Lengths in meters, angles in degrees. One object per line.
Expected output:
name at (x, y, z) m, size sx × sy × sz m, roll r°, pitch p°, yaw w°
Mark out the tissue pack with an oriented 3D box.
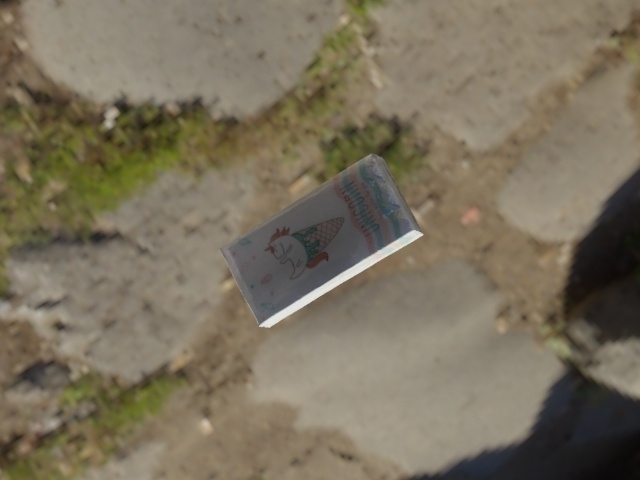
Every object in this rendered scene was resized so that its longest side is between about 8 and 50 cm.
tissue pack at (0.000, 0.000, 1.095) m, size 0.108 × 0.056 × 0.023 m, roll -33°, pitch 162°, yaw 12°
